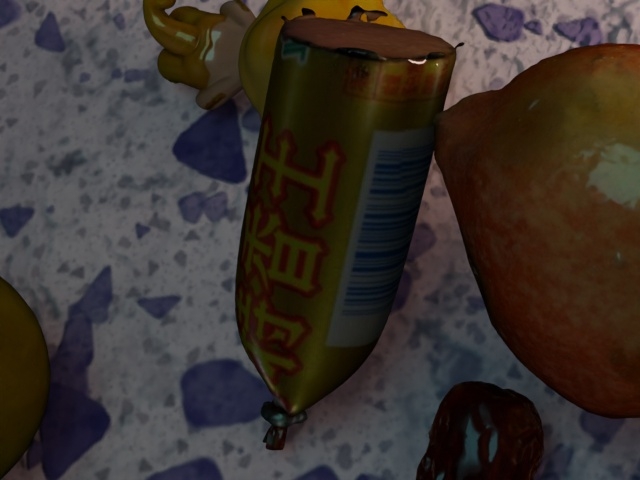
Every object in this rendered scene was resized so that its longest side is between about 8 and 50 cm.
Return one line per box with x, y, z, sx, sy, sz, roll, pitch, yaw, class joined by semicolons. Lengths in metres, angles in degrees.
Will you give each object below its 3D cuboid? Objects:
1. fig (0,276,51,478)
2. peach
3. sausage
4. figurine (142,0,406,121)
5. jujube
-0.316;0.102;1.250;0.230;0.207;0.207;1;68;41;fig
0.186;-0.016;1.069;0.256;0.232;0.232;22;77;14;peach
-0.001;-0.001;1.163;0.125;0.117;0.317;47;129;54;sausage
-0.027;-0.140;1.285;0.246;0.131;0.156;8;84;39;figurine
0.101;0.158;1.126;0.077;0.077;0.129;14;79;27;jujube
